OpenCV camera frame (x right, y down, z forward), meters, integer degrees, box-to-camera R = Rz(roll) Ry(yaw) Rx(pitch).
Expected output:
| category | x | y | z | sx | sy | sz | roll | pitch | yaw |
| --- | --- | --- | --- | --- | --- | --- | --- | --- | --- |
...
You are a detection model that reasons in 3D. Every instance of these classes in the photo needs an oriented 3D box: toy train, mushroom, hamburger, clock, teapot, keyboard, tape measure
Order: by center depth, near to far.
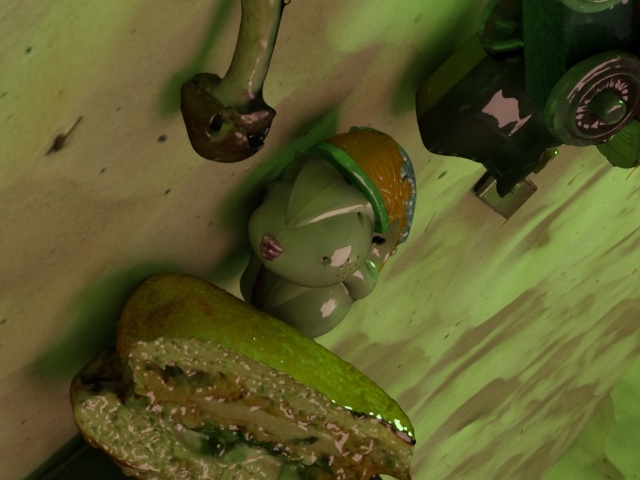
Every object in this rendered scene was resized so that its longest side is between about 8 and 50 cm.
| category | x | y | z | sx | sy | sz | roll | pitch | yaw |
| --- | --- | --- | --- | --- | --- | --- | --- | --- | --- |
| mushroom | -0.051 | -0.129 | 1.050 | 0.060 | 0.061 | 0.187 | -24 | 140 | -38 |
| toy train | 0.235 | -0.207 | 1.248 | 0.221 | 0.150 | 0.304 | -23 | 140 | -11 |
| hamburger | -0.062 | 0.124 | 1.295 | 0.283 | 0.156 | 0.144 | 27 | 105 | -29 |
| clock | 0.000 | 0.000 | 1.345 | 0.144 | 0.103 | 0.231 | -38 | 158 | -24 |
| teapot | 0.148 | -0.106 | 1.429 | 0.130 | 0.119 | 0.165 | -43 | 179 | -2 |
| keyboard | 0.202 | -0.058 | 1.848 | 0.055 | 0.017 | 0.166 | -46 | 163 | 7 |
| tape measure | 0.378 | -0.154 | 1.942 | 0.154 | 0.087 | 0.177 | -45 | 165 | -11 |

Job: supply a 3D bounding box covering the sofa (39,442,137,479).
| category | x | y | z | sx | sy | sz | roll | pitch | yaw |
| --- | --- | --- | --- | --- | --- | --- | --- | --- | --- |
| sofa | -0.141 | 0.278 | 1.400 | 0.210 | 0.225 | 0.176 | -43 | 158 | -26 |
